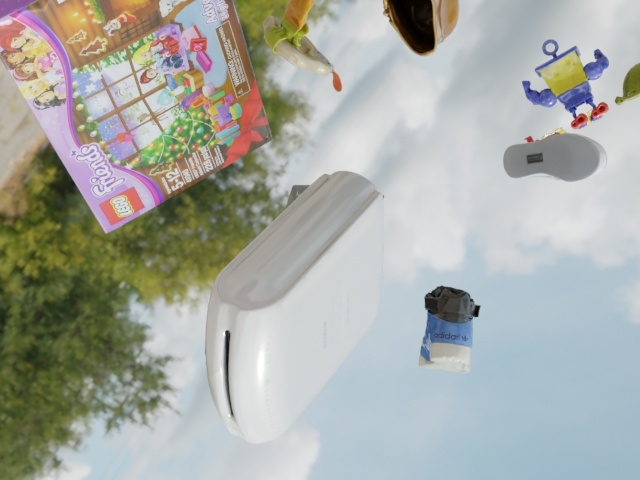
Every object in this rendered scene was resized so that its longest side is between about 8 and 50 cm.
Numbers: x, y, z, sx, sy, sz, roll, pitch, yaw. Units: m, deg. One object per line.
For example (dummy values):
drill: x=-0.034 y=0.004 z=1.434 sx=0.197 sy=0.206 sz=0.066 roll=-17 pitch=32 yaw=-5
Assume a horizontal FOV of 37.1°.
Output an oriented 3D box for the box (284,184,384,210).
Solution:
box: x=0.000 y=0.000 z=1.577 sx=0.232 sy=0.059 sz=0.183 roll=5 pitch=-103 yaw=61

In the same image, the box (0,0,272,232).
box: x=-0.165 y=-0.150 z=0.873 sx=0.201 sy=0.057 sz=0.293 roll=-30 pitch=148 yaw=-10

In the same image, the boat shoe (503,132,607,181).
boat shoe: x=0.460 y=-0.160 z=1.820 sx=0.258 sy=0.084 sz=0.095 roll=14 pitch=-72 yaw=60

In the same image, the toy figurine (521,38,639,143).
toy figurine: x=0.584 y=-0.373 z=2.155 sx=0.362 sy=0.217 sz=0.191 roll=-29 pitch=176 yaw=22

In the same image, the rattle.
rattle: x=0.001 y=-0.380 z=1.789 sx=0.143 sy=0.199 sz=0.130 roll=-57 pitch=-151 yaw=11

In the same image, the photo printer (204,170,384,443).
photo printer: x=-0.032 y=0.090 z=1.209 sx=0.307 sy=0.107 sz=0.256 roll=-46 pitch=147 yaw=-42

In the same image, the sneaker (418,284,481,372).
sneaker: x=0.136 y=0.093 z=1.015 sx=0.152 sy=0.058 sz=0.085 roll=69 pitch=28 yaw=-76

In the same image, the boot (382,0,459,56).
boot: x=0.107 y=-0.393 z=1.229 sx=0.104 sy=0.295 sz=0.211 roll=-18 pitch=-163 yaw=22
